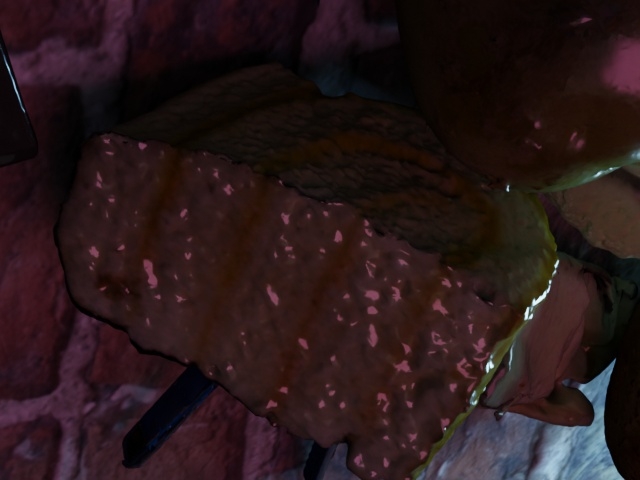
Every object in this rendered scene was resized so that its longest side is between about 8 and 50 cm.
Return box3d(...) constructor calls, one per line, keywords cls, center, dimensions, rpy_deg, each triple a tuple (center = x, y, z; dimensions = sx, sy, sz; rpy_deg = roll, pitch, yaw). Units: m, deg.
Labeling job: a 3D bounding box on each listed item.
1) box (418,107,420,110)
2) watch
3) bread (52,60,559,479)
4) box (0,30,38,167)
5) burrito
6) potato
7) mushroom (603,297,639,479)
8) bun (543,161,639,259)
box3d(cls="box", center=(0.124, -0.156, 1.557), dimensions=(0.048, 0.100, 0.152), rpy_deg=(-17, 134, -14))
box3d(cls="watch", center=(-0.024, 0.155, 1.742), dimensions=(0.276, 0.068, 0.274), rpy_deg=(16, 122, -44))
box3d(cls="bread", center=(-0.006, -0.006, 1.492), dimensions=(0.395, 0.264, 0.239), rpy_deg=(28, 126, 3))
box3d(cls="box", center=(-0.371, -0.199, 1.154), dimensions=(0.251, 0.204, 0.345), rpy_deg=(-21, 135, -12))
box3d(cls="burrito", center=(0.212, 0.099, 1.803), dimensions=(0.332, 0.135, 0.190), rpy_deg=(13, 93, -57))
box3d(cls="potato", center=(0.187, -0.222, 1.365), dimensions=(0.270, 0.359, 0.219), rpy_deg=(-12, 180, 17))
box3d(cls="mushroom", center=(0.429, 0.134, 1.871), dimensions=(0.239, 0.345, 0.345), rpy_deg=(-1, 146, 30))
box3d(cls="bun", center=(0.294, -0.081, 1.642), dimensions=(0.244, 0.243, 0.153), rpy_deg=(-5, 148, -27))
